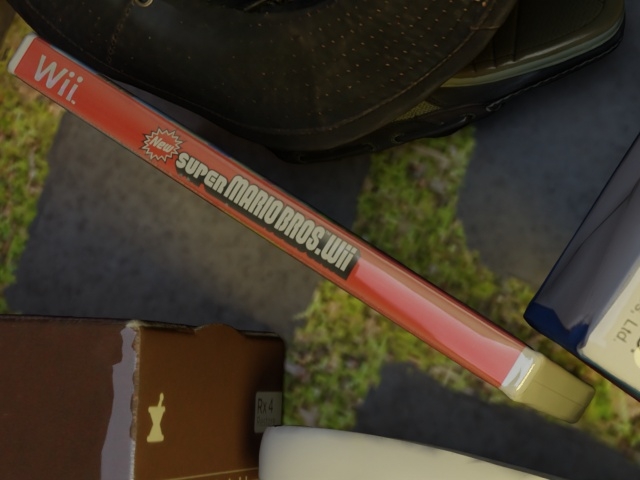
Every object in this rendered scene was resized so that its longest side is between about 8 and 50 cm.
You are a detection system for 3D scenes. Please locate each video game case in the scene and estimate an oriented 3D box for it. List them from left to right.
[{"bbox_3d":[0.000,0.000,0.717,0.285,0.204,0.025,32,91,19],"label":"video game case"}]

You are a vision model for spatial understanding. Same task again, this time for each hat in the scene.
[{"bbox_3d":[-0.026,-0.218,0.734,0.331,0.134,0.331,9,115,21],"label":"hat"}]

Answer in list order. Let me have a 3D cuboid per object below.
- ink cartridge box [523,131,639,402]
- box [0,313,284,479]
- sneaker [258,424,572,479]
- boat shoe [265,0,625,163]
[{"bbox_3d":[0.324,0.033,0.587,0.395,0.151,0.270,33,94,0],"label":"ink cartridge box"},{"bbox_3d":[-0.229,0.106,0.795,0.381,0.191,0.143,-1,84,20],"label":"box"},{"bbox_3d":[0.096,0.233,0.696,0.322,0.130,0.236,14,85,15],"label":"sneaker"},{"bbox_3d":[0.059,-0.093,0.779,0.223,0.073,0.080,-13,55,21],"label":"boat shoe"}]
